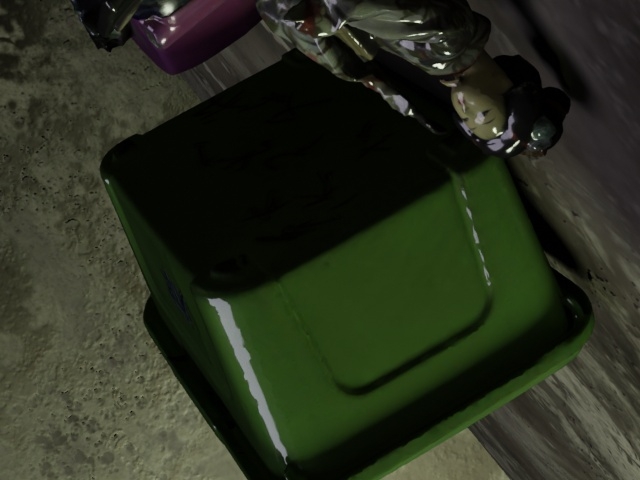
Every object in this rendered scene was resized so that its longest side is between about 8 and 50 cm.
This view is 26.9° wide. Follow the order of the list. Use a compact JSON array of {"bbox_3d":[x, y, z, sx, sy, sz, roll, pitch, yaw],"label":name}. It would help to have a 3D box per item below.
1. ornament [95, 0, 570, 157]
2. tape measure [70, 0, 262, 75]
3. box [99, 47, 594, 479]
[{"bbox_3d":[0.022,-0.092,0.604,0.196,0.153,0.166,42,178,-10],"label":"ornament"},{"bbox_3d":[-0.124,-0.222,0.814,0.245,0.149,0.231,51,174,-1],"label":"tape measure"},{"bbox_3d":[0.000,0.000,0.915,0.328,0.253,0.178,43,158,56],"label":"box"}]
